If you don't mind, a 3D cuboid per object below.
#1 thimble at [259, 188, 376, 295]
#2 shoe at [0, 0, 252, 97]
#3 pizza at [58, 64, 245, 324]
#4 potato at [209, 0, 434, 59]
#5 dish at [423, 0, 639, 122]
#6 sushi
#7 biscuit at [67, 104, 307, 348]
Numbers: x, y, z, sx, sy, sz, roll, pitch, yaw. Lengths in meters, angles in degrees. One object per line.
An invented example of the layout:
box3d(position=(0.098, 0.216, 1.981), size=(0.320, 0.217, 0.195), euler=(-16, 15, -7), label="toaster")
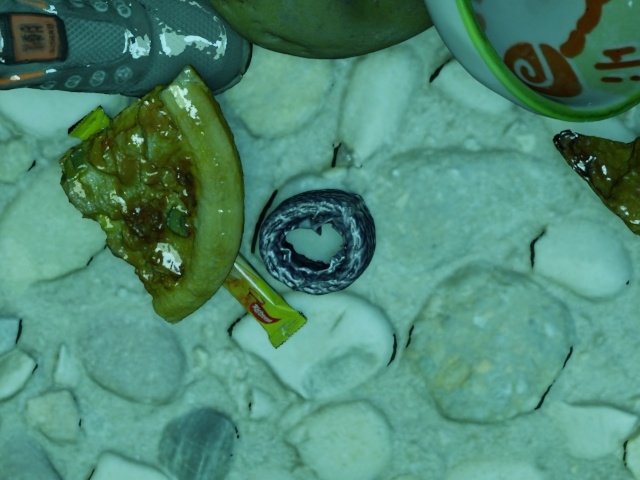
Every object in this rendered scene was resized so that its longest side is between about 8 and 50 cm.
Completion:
box3d(position=(-0.002, 0.001, 1.457), size=(0.104, 0.066, 0.095), euler=(-20, 99, 14), label="thimble")
box3d(position=(-0.234, -0.188, 1.383), size=(0.337, 0.171, 0.132), euler=(6, 104, 6), label="shoe")
box3d(position=(-0.161, -0.044, 1.430), size=(0.197, 0.058, 0.292), euler=(23, 130, 14), label="pizza")
box3d(position=(0.011, -0.242, 1.345), size=(0.235, 0.178, 0.160), euler=(9, 71, -13), label="potato")
box3d(position=(0.175, -0.260, 1.291), size=(0.124, 0.324, 0.324), euler=(3, 109, 50), label="dish")
box3d(position=(0.354, -0.065, 1.359), size=(0.287, 0.149, 0.140), euler=(-9, 68, 9), label="sushi")
box3d(position=(-0.126, -0.014, 1.489), size=(0.292, 0.026, 0.048), euler=(46, 124, -5), label="biscuit")
